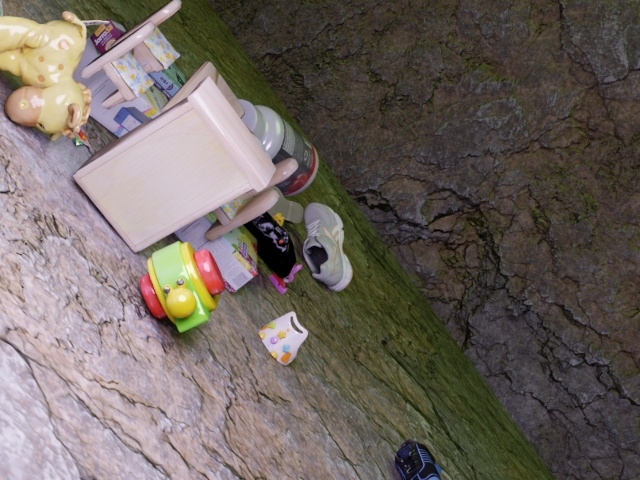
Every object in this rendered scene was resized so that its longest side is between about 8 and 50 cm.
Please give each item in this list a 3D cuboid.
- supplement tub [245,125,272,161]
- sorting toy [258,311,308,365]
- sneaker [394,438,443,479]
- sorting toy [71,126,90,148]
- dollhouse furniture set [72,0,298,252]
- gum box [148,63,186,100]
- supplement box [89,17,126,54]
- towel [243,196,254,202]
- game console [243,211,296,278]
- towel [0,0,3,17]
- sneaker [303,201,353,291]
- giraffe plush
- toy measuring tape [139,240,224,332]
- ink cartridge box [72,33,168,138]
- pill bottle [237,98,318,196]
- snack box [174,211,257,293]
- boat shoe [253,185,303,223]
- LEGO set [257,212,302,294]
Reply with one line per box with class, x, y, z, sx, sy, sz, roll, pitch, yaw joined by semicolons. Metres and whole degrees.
supplement tub;-0.208;-0.195;2.119;0.200;0.144;0.144;45;4;36
sorting toy;-0.063;0.168;1.752;0.083;0.075;0.045;54;10;19
sneaker;0.182;0.443;1.879;0.090;0.081;0.232;49;3;5
sorting toy;-0.406;-0.178;1.638;0.062;0.012;0.083;39;16;-52
dollhouse furniture set;-0.186;-0.188;1.586;0.362;0.256;0.394;54;28;-19
gum box;-0.399;-0.425;2.463;0.157;0.041;0.184;46;12;-30
supplement box;-0.371;-0.353;1.778;0.083;0.055;0.043;52;14;25
towel;-0.174;-0.088;2.341;0.113;0.023;0.152;49;8;-26
game console;-0.181;-0.077;1.972;0.361;0.044;0.213;46;-13;7
towel;-0.646;-0.505;1.676;0.248;0.038;0.325;42;15;-38
sneaker;0.000;0.000;2.509;0.121;0.099;0.262;26;36;-48
giraffe plush;-0.413;-0.236;1.463;0.181;0.210;0.170;116;-32;-90
toy measuring tape;-0.202;0.051;1.463;0.121;0.121;0.330;50;3;-8
ink cartridge box;-0.376;-0.269;1.865;0.212;0.093;0.154;42;13;-43
pill bottle;-0.147;-0.245;2.556;0.176;0.176;0.318;57;12;30
snack box;-0.206;-0.023;1.815;0.207;0.070;0.174;47;11;-19
boat shoe;-0.123;-0.091;2.517;0.065;0.075;0.206;6;-13;34
LEGO set;-0.109;-0.005;2.110;0.227;0.093;0.087;52;10;3
